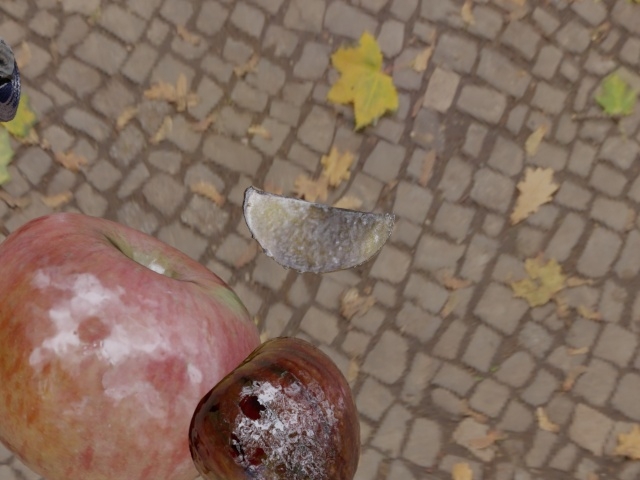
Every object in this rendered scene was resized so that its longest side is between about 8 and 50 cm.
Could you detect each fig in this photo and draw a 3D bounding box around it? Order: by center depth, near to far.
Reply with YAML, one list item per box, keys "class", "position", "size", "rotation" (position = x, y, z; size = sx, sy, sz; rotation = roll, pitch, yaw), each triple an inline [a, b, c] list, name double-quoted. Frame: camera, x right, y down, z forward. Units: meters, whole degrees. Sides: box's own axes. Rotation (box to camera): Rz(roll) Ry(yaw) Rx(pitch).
- class: "fig"
  position: [-0.030, 0.174, 0.991]
  size: [0.202, 0.149, 0.148]
  rotation: [48, 114, 40]

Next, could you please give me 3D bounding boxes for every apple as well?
- class: "apple"
  position: [-0.237, 0.136, 1.293]
  size: [0.345, 0.345, 0.269]
  rotation: [25, 100, 1]

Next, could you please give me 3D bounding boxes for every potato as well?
- class: "potato"
  position: [0.003, 0.001, 1.734]
  size: [0.261, 0.100, 0.120]
  rotation: [13, 84, 29]

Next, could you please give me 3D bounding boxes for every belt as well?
- class: "belt"
  position: [-0.537, -0.243, 1.726]
  size: [0.126, 0.230, 0.139]
  rotation: [-5, 95, -1]
